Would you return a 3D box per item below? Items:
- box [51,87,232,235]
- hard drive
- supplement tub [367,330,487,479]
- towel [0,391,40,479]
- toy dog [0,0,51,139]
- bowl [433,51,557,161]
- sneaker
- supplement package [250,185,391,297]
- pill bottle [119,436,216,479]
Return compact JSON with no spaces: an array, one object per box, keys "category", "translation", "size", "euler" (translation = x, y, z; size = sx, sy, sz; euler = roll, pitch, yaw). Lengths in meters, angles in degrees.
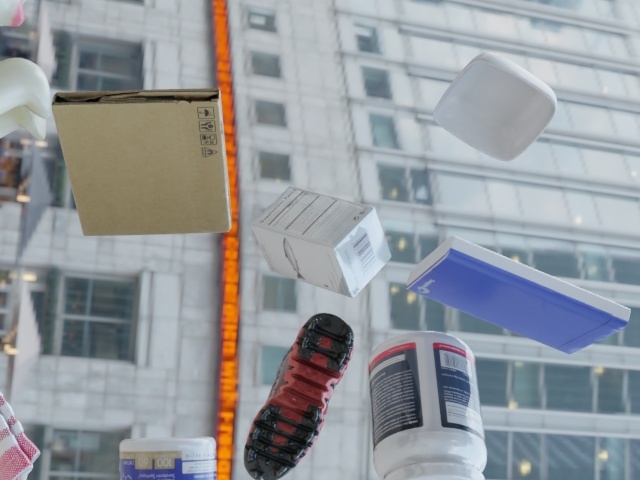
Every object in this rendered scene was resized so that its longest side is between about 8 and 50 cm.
[{"category":"box","translation":[-0.179,-0.076,1.153],"size":[0.201,0.164,0.021],"euler":[91,-3,-51]},{"category":"hard drive","translation":[0.324,0.097,1.875],"size":[0.210,0.319,0.040],"euler":[129,-19,-66]},{"category":"supplement tub","translation":[0.180,0.309,1.896],"size":[0.191,0.191,0.272],"euler":[119,-24,-49]},{"category":"towel","translation":[-0.278,0.114,0.755],"size":[0.197,0.029,0.144],"euler":[50,-59,15]},{"category":"toy dog","translation":[-0.437,-0.184,1.070],"size":[0.408,0.395,0.284],"euler":[-60,179,-7]},{"category":"bowl","translation":[0.243,-0.190,1.534],"size":[0.142,0.142,0.053],"euler":[-52,-170,47]},{"category":"sneaker","translation":[-0.036,0.247,1.716],"size":[0.276,0.098,0.135],"euler":[-64,180,-19]},{"category":"supplement package","translation":[0.000,0.000,1.729],"size":[0.179,0.105,0.105],"euler":[16,-40,41]},{"category":"pill bottle","translation":[-0.174,0.319,1.275],"size":[0.112,0.112,0.186],"euler":[154,-65,-69]}]
